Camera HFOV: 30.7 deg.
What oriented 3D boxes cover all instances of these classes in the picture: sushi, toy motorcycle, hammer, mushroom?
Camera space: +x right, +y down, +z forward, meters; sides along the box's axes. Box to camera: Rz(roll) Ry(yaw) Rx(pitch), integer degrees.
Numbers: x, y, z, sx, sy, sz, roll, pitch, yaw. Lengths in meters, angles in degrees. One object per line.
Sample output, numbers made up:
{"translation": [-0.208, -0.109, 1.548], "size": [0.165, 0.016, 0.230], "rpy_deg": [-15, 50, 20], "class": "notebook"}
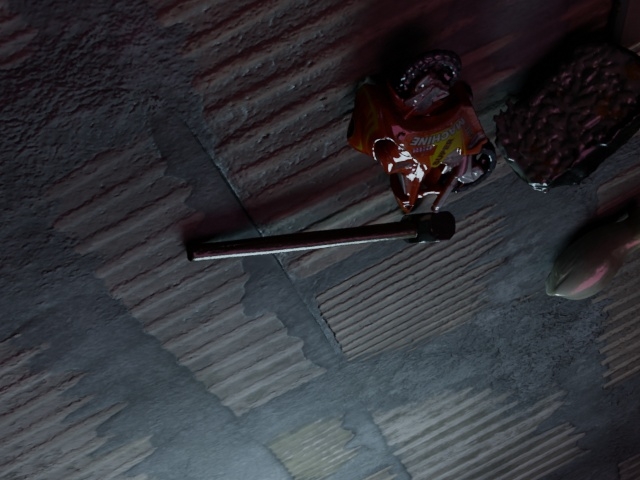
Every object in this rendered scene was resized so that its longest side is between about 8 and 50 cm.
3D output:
{"translation": [0.343, -0.163, 1.532], "size": [0.225, 0.136, 0.126], "rpy_deg": [-36, 168, 13], "class": "sushi"}
{"translation": [0.127, -0.136, 1.465], "size": [0.171, 0.089, 0.298], "rpy_deg": [-29, 148, 5], "class": "toy motorcycle"}
{"translation": [0.000, 0.000, 1.576], "size": [0.365, 0.043, 0.111], "rpy_deg": [-7, -178, -20], "class": "hammer"}
{"translation": [0.463, 0.027, 1.927], "size": [0.212, 0.088, 0.097], "rpy_deg": [-39, 155, 7], "class": "mushroom"}

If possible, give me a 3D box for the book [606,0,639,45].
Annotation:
{"translation": [0.471, -0.371, 1.448], "size": [0.215, 0.025, 0.282], "rpy_deg": [-17, 145, -12], "class": "book"}
